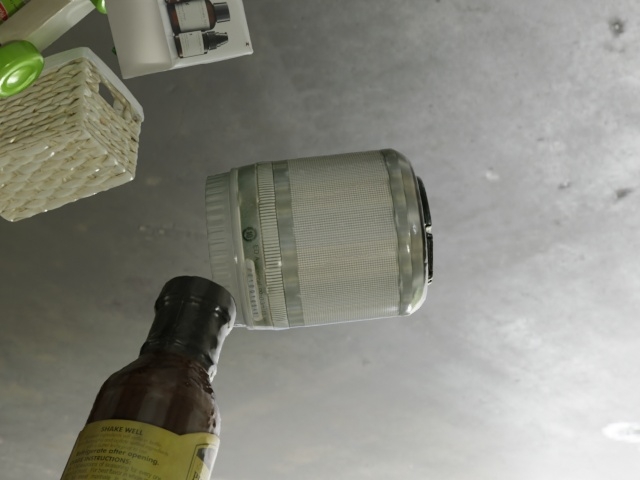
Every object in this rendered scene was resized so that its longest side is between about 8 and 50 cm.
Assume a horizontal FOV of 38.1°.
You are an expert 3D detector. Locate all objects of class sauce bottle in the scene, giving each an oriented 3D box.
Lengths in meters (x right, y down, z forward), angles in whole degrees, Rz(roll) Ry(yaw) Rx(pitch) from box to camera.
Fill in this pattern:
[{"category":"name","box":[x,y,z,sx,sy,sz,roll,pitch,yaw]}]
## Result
[{"category":"sauce bottle","box":[-0.138,0.177,0.711,0.111,0.344,0.111,9,141,7]}]

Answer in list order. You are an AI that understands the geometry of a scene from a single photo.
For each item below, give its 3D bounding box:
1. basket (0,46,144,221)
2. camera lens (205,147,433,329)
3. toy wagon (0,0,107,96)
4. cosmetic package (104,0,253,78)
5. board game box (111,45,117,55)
[{"category":"basket","box":[-0.275,-0.101,0.930,0.167,0.103,0.113,-17,147,16]},{"category":"camera lens","box":[0.000,0.000,1.203,0.274,0.219,0.219,-6,146,-2]},{"category":"toy wagon","box":[-0.330,-0.253,0.829,0.344,0.267,0.068,-40,172,0]},{"category":"cosmetic package","box":[-0.123,-0.250,0.697,0.060,0.099,0.239,-4,104,35]},{"category":"board game box","box":[-0.159,-0.323,1.122,0.030,0.260,0.136,39,129,-14]}]
